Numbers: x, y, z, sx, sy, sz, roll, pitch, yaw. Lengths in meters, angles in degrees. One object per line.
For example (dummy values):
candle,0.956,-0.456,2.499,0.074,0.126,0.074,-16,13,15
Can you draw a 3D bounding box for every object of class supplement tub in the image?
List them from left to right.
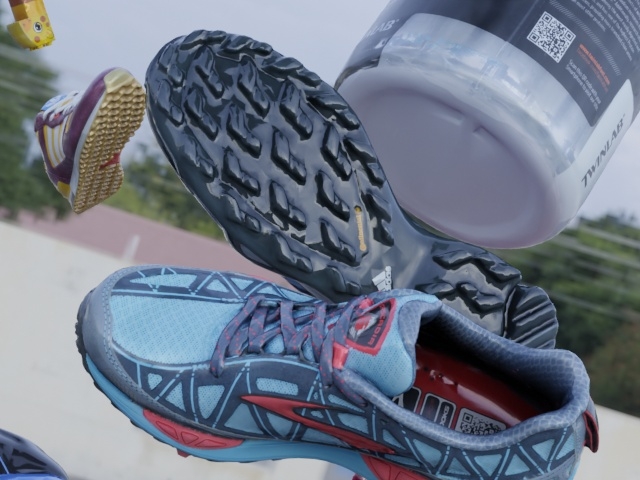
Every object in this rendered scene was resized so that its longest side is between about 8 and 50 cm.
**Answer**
supplement tub,0.174,-0.177,1.202,0.207,0.338,0.207,27,-28,16

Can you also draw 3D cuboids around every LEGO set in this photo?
LEGO set,-0.233,-0.187,1.163,0.227,0.093,0.087,-26,14,-38

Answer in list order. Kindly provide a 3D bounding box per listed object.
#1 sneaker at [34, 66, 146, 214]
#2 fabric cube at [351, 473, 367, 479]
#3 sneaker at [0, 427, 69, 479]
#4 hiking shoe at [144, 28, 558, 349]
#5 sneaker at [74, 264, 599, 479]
sneaker,-0.202,-0.097,1.284,0.084,0.069,0.185,49,-34,13
fabric cube,0.115,0.315,1.180,0.258,0.254,0.259,24,-20,2
sneaker,-0.292,0.176,1.172,0.232,0.081,0.090,25,7,-42
hiking shoe,0.000,0.000,0.953,0.304,0.113,0.132,44,-21,-10
sneaker,0.012,0.053,0.753,0.261,0.104,0.125,16,-34,-5
